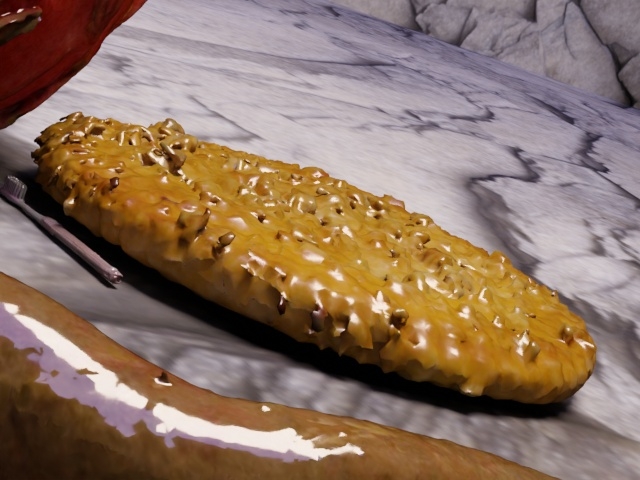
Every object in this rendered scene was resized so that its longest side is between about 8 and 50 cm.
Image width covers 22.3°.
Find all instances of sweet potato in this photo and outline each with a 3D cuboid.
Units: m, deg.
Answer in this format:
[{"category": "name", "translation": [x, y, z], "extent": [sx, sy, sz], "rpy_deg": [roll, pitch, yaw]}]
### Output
[{"category": "sweet potato", "translation": [-0.072, 0.034, 0.338], "extent": [0.281, 0.059, 0.067], "rpy_deg": [21, 1, 0]}]

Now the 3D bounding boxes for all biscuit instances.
[{"category": "biscuit", "translation": [0.000, 0.000, 0.684], "extent": [0.254, 0.035, 0.254], "rpy_deg": [21, 10, -4]}]

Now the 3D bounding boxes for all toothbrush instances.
[{"category": "toothbrush", "translation": [-0.098, -0.005, 0.608], "extent": [0.006, 0.008, 0.097], "rpy_deg": [8, 17, -39]}]

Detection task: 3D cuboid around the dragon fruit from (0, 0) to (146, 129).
[{"category": "dragon fruit", "translation": [-0.167, -0.149, 0.627], "extent": [0.241, 0.240, 0.252], "rpy_deg": [29, 26, 37]}]
